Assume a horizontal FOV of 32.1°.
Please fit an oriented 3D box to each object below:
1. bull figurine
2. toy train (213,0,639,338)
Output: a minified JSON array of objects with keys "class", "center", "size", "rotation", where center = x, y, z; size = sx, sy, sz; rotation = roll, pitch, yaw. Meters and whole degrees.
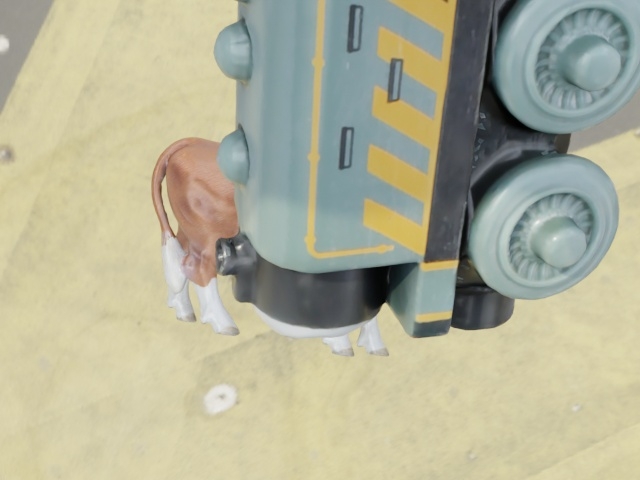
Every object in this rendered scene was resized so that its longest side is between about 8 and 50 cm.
[{"class":"bull figurine","center":[0.000,0.000,0.979],"size":[0.310,0.101,0.188],"rotation":[10,90,7]},{"class":"toy train","center":[0.044,-0.099,0.504],"size":[0.190,0.333,0.142],"rotation":[-6,32,-15]}]
